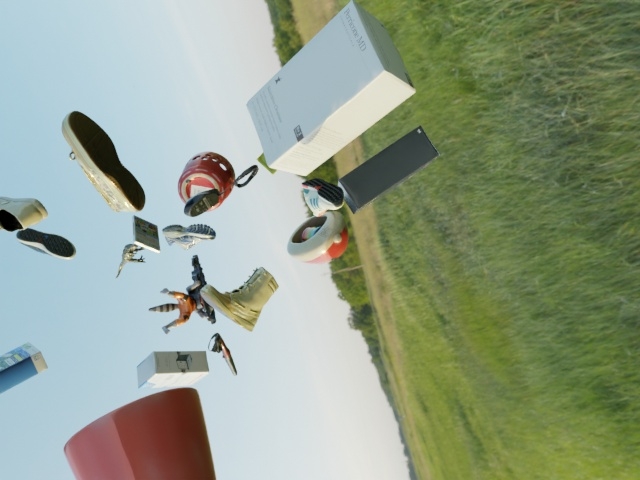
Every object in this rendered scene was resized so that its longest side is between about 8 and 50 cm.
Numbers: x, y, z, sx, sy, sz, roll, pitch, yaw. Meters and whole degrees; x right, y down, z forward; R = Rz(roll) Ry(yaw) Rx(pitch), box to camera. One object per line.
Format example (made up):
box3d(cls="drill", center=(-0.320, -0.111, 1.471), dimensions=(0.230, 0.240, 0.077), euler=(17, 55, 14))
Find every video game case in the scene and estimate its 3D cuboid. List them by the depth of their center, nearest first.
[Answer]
box3d(cls="video game case", center=(-0.537, -0.020, 1.453), dimensions=(0.087, 0.011, 0.122), euler=(30, -154, -42))

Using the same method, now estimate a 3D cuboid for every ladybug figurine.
box3d(cls="ladybug figurine", center=(0.000, 0.000, 2.276), dimensions=(0.162, 0.305, 0.449), euler=(47, 167, -18))

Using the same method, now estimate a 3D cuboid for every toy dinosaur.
box3d(cls="toy dinosaur", center=(-0.829, 0.070, 2.079), dimensions=(0.064, 0.118, 0.268), euler=(53, 133, 14))

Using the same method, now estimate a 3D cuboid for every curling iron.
box3d(cls="curling iron", center=(-0.352, 0.425, 1.727), dimensions=(0.274, 0.035, 0.068), euler=(79, -150, -49))

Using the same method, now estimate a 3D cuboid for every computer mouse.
box3d(cls="computer mouse", center=(-0.277, -0.145, 1.309), dimensions=(0.041, 0.242, 0.071), euler=(50, 165, 21))

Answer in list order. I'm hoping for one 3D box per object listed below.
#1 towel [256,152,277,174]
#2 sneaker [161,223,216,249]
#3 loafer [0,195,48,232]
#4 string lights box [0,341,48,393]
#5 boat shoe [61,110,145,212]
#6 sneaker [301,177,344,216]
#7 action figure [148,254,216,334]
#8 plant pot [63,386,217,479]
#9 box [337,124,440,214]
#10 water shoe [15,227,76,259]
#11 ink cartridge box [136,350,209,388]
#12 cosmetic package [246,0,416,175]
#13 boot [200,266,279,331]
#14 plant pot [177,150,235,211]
box3d(cls="towel", center=(-0.146, -0.382, 1.885), dimensions=(0.102, 0.237, 0.021), euler=(43, -177, 17))
box3d(cls="sneaker", center=(-0.321, -0.007, 1.169), dimensions=(0.052, 0.135, 0.058), euler=(-70, -20, -60))
box3d(cls="loafer", center=(-0.967, -0.077, 1.453), dimensions=(0.092, 0.268, 0.102), euler=(-60, -43, -51))
box3d(cls="string lights box", center=(-1.077, 0.452, 1.576), dimensions=(0.259, 0.133, 0.077), euler=(-30, -63, -42))
box3d(cls="boat shoe", center=(-0.532, -0.173, 1.130), dimensions=(0.105, 0.089, 0.285), euler=(-84, -21, -46))
box3d(cls="sneaker", center=(0.010, -0.086, 1.059), dimensions=(0.161, 0.057, 0.076), euler=(37, 142, 55))
box3d(cls="action figure", center=(-0.629, 0.250, 2.211), dimensions=(0.330, 0.178, 0.342), euler=(-11, -90, -64))
box3d(cls="plant pot", center=(-0.330, 0.467, 0.933), dimensions=(0.243, 0.274, 0.275), euler=(60, 177, 23))
box3d(cls="box", center=(0.180, -0.188, 1.314), dimensions=(0.103, 0.261, 0.184), euler=(56, 180, 4))
box3d(cls="water shoe", center=(-0.944, 0.014, 1.640), dimensions=(0.080, 0.202, 0.073), euler=(126, 167, -63))
box3d(cls="ink cartridge box", center=(-0.488, 0.428, 1.563), dimensions=(0.190, 0.139, 0.082), euler=(10, -128, -42))
box3d(cls="cosmetic package", center=(0.015, -0.354, 1.163), dimensions=(0.156, 0.384, 0.218), euler=(3, -121, -50))
box3d(cls="boot", center=(-0.260, 0.164, 1.572), dimensions=(0.095, 0.204, 0.262), euler=(17, 157, 45))
box3d(cls="plant pot", center=(-0.410, -0.208, 1.690), dimensions=(0.174, 0.190, 0.191), euler=(-93, -14, -66))
